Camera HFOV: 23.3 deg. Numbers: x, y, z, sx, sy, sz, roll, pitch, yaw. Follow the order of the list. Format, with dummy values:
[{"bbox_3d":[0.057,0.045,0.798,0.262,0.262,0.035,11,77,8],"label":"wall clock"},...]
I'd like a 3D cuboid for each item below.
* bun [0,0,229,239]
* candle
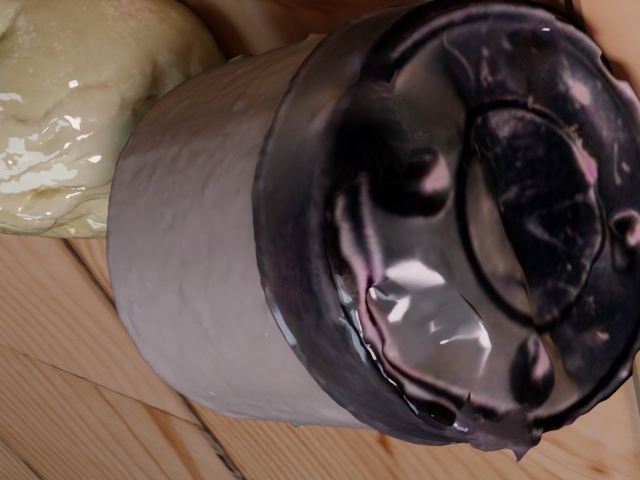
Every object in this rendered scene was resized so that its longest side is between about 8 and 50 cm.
[{"bbox_3d":[-0.160,-0.067,0.833,0.229,0.145,0.229,24,154,12],"label":"bun"},{"bbox_3d":[0.000,0.000,0.723,0.187,0.187,0.330,40,157,-24],"label":"candle"}]
